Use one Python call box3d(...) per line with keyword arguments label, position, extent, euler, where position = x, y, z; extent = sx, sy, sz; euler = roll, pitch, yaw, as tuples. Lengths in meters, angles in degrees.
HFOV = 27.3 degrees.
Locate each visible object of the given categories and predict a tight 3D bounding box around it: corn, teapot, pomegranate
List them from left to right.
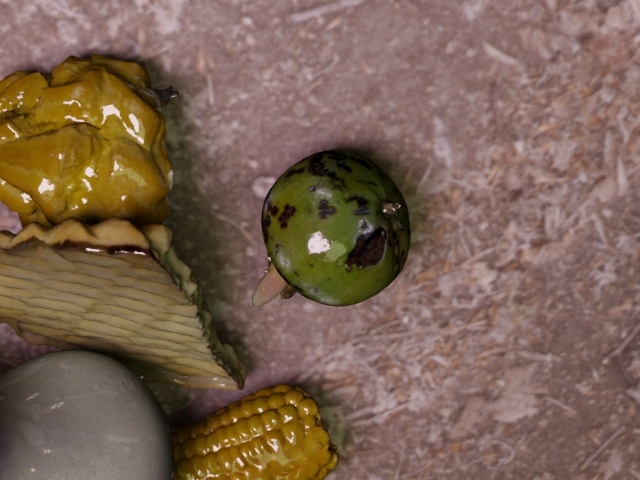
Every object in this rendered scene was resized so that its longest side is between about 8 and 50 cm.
box3d(label="teapot", position=(-0.224, 0.156, 0.930), extent=(0.183, 0.183, 0.251), euler=(-41, 153, 10))
box3d(label="corn", position=(-0.152, 0.233, 1.091), extent=(0.363, 0.120, 0.120), euler=(-29, 117, 4))
box3d(label="pomegranate", position=(0.000, 0.000, 1.012), extent=(0.122, 0.122, 0.161), euler=(32, 133, -22))

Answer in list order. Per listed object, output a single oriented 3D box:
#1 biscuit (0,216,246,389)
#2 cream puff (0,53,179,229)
box3d(label="biscuit", position=(-0.165, 0.047, 0.975), extent=(0.187, 0.036, 0.273), euler=(4, 155, 9))
box3d(label="cream puff", position=(-0.179, -0.054, 0.942), extent=(0.156, 0.121, 0.156), euler=(-3, 121, -5))
